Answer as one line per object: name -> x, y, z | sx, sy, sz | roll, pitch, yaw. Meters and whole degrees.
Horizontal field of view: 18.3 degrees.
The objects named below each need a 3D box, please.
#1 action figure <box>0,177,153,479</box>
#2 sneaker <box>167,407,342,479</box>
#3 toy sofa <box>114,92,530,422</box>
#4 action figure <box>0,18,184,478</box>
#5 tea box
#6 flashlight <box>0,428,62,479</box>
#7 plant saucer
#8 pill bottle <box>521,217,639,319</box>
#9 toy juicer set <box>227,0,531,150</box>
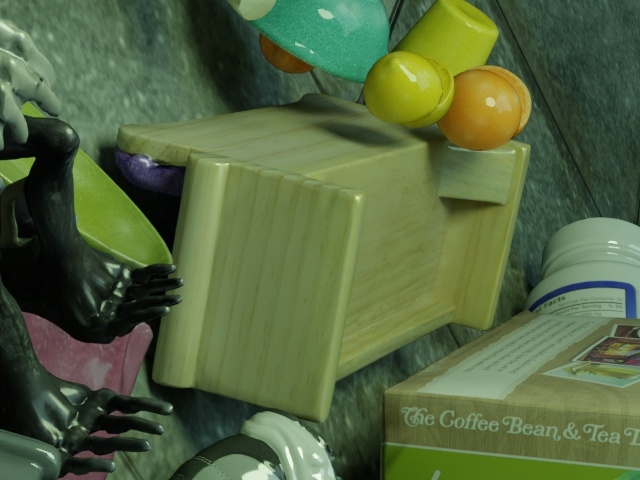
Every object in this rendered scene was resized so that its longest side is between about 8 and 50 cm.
action figure -> -0.191, 0.163, 0.813 | 0.248, 0.276, 0.370 | 33, 65, -50
sneaker -> -0.031, 0.241, 1.187 | 0.108, 0.100, 0.271 | -22, 104, -31
toy sofa -> 0.000, 0.000, 1.355 | 0.362, 0.177, 0.150 | -20, 122, -66
action figure -> -0.129, -0.061, 0.640 | 0.275, 0.141, 0.164 | 60, 27, -30
tea box -> 0.196, 0.235, 1.400 | 0.329, 0.220, 0.323 | -17, 110, -67
flashlight -> -0.239, 0.072, 0.618 | 0.103, 0.304, 0.103 | -176, -78, -84
plant saucer -> -0.177, -0.052, 0.992 | 0.241, 0.037, 0.241 | 41, 5, -5
pill bottle -> 0.255, 0.116, 1.792 | 0.152, 0.152, 0.272 | 52, 31, -38
toy juicer set -> 0.000, -0.139, 1.371 | 0.329, 0.089, 0.209 | 22, 25, -28
